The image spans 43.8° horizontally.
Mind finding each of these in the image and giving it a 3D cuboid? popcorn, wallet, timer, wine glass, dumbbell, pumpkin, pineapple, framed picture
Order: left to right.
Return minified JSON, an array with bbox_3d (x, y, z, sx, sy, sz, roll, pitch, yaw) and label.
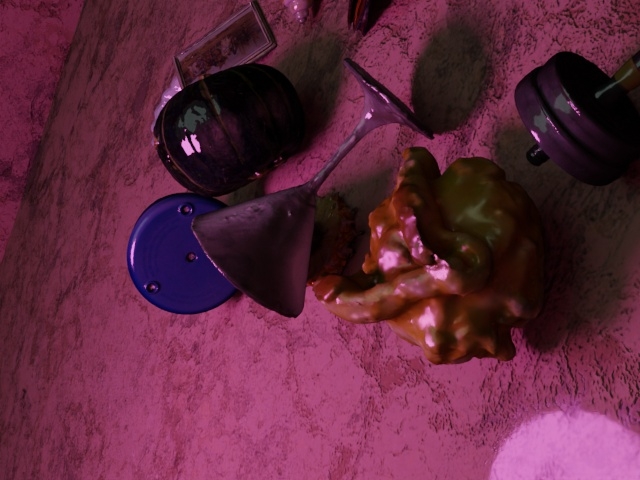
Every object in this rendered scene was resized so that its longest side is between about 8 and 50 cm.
[{"bbox_3d":[-0.331,-0.005,1.883,0.383,0.270,0.270,-143,70,-69],"label":"timer"},{"bbox_3d":[-0.247,-0.469,1.978,0.274,0.017,0.217,-33,50,10],"label":"framed picture"},{"bbox_3d":[-0.190,-0.233,1.662,0.323,0.323,0.241,-25,92,48],"label":"pumpkin"},{"bbox_3d":[-0.010,-0.101,1.393,0.406,0.267,0.267,-50,41,13],"label":"wine glass"},{"bbox_3d":[0.000,0.000,1.556,0.221,0.047,0.221,-24,59,47],"label":"pineapple"},{"bbox_3d":[0.080,-0.510,1.536,0.195,0.041,0.161,95,180,-79],"label":"wallet"},{"bbox_3d":[0.180,0.033,1.140,0.321,0.290,0.326,-54,-12,-35],"label":"popcorn"},{"bbox_3d":[0.397,-0.218,0.965,0.388,0.185,0.185,-44,47,37],"label":"dumbbell"}]

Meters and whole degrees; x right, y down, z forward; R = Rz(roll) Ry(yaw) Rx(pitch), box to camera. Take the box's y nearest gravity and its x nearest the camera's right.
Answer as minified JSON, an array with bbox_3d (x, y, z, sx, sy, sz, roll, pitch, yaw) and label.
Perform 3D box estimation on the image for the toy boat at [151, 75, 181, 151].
[{"bbox_3d":[-0.349,-0.354,2.109,0.290,0.100,0.199,-52,43,31],"label":"toy boat"}]

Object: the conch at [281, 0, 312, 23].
[{"bbox_3d":[-0.050,-0.624,1.746,0.148,0.182,0.275,23,106,23],"label":"conch"}]
